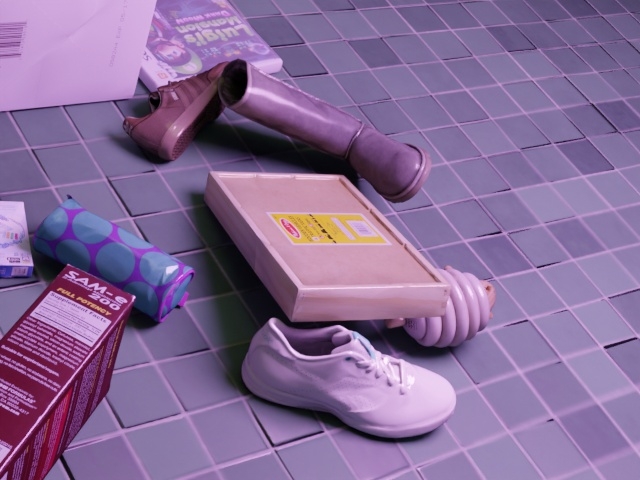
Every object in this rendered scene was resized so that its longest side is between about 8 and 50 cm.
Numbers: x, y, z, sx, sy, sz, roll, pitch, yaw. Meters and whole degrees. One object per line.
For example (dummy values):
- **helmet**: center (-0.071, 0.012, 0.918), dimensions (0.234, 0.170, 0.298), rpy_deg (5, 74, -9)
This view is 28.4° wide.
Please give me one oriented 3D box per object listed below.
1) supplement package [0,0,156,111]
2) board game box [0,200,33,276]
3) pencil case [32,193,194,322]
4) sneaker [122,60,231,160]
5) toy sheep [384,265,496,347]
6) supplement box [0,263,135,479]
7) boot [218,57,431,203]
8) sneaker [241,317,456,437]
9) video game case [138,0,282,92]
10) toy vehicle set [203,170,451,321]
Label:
- **supplement package**: center (-0.330, -0.307, 1.421), dimensions (0.198, 0.199, 0.263), rpy_deg (-10, 50, -32)
- **board game box**: center (-0.329, -0.002, 1.227), dimensions (0.090, 0.020, 0.090), rpy_deg (2, 45, -23)
- **pencil case**: center (-0.200, 0.018, 1.230), dimensions (0.151, 0.070, 0.064), rpy_deg (30, 79, 7)
- **sneaker**: center (-0.155, -0.164, 1.448), dimensions (0.071, 0.066, 0.188), rpy_deg (27, 40, 6)
- **toy sheep**: center (0.124, 0.070, 1.311), dimensions (0.132, 0.091, 0.091), rpy_deg (-18, 53, -20)
- **supplement box**: center (-0.244, 0.142, 1.024), dimensions (0.073, 0.130, 0.239), rpy_deg (27, 39, 5)
- **boot**: center (0.002, -0.126, 1.399), dimensions (0.208, 0.076, 0.189), rpy_deg (32, -1, -31)
- **sneaker**: center (0.037, 0.123, 1.200), dimensions (0.212, 0.094, 0.080), rpy_deg (12, 41, -11)
- **video game case**: center (-0.169, -0.254, 1.574), dimensions (0.190, 0.022, 0.173), rpy_deg (-17, 54, -37)
- **toy vehicle set**: center (0.000, 0.000, 1.299), dimensions (0.166, 0.035, 0.267), rpy_deg (0, 27, -25)
